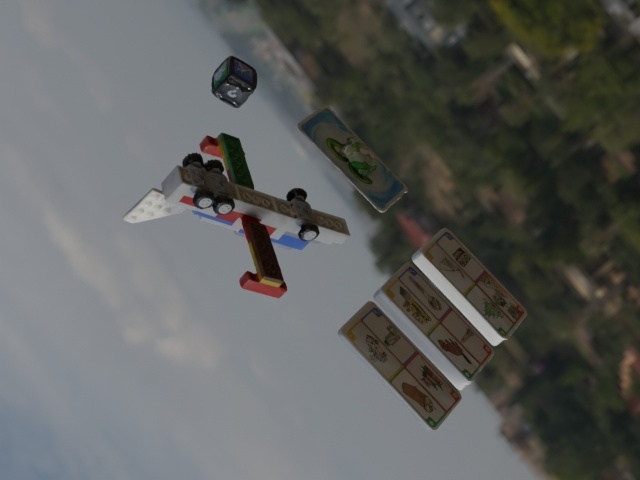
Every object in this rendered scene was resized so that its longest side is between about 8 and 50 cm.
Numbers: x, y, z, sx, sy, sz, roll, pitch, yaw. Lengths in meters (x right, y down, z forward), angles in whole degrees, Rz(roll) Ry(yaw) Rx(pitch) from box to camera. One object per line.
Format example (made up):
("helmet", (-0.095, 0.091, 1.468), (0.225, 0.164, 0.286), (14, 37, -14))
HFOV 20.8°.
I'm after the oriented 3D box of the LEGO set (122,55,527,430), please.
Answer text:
("LEGO set", (0.000, 0.000, 1.036), (0.244, 0.060, 0.182), (46, -150, 2))
